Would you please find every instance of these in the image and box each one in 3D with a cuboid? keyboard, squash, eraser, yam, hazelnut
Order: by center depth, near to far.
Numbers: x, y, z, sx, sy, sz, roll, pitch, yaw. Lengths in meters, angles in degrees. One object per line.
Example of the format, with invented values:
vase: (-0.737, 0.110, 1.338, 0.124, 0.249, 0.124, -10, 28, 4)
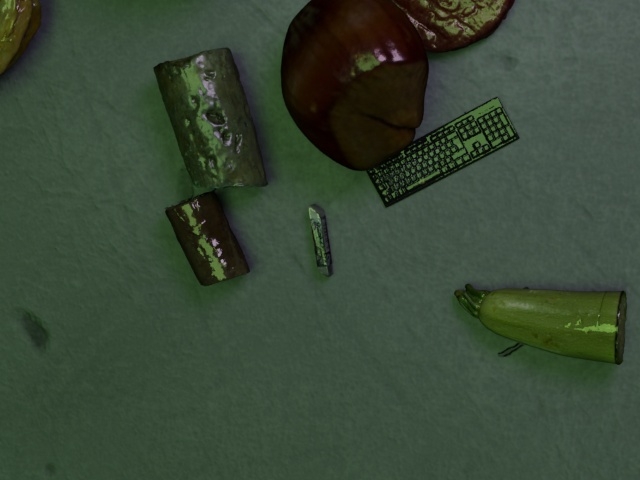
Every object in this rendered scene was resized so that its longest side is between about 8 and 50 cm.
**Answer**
hazelnut: (0.042, -0.205, 1.293, 0.181, 0.181, 0.212, 17, 127, -15)
squash: (0.276, 0.091, 1.329, 0.224, 0.094, 0.094, 10, 102, 23)
keyboard: (0.155, -0.114, 1.357, 0.198, 0.010, 0.063, -28, 93, 19)
yam: (-0.142, -0.152, 1.388, 0.107, 0.107, 0.194, -15, 96, 18)
eraser: (0.000, 0.000, 1.413, 0.019, 0.027, 0.099, -5, 99, 19)
yam: (-0.155, -0.001, 1.430, 0.084, 0.084, 0.127, -22, 92, 18)

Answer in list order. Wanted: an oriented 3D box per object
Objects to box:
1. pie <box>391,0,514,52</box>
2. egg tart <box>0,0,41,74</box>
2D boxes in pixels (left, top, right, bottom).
pie: (0.155, -0.324, 1.299, 0.182, 0.049, 0.182, 4, 102, 17)
egg tart: (-0.518, -0.345, 1.464, 0.291, 0.107, 0.290, 3, 105, 13)
